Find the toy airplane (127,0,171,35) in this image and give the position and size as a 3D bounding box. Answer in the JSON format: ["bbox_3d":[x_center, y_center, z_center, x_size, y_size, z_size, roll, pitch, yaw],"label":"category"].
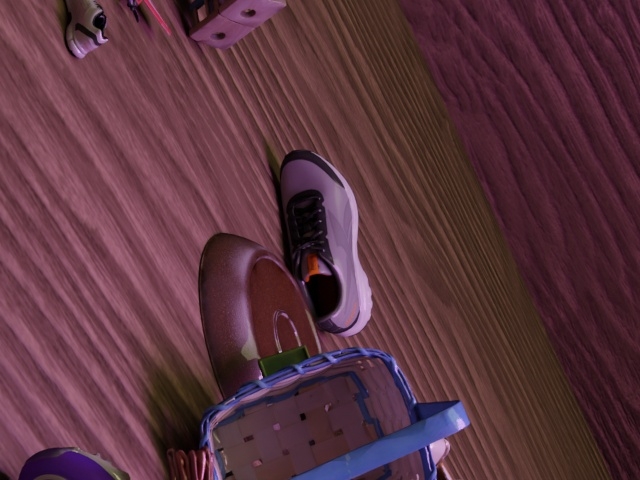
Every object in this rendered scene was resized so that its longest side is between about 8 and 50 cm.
[{"bbox_3d":[-0.224,-0.322,1.789,0.151,0.028,0.151,-17,90,-75],"label":"toy airplane"}]

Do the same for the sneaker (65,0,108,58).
[{"bbox_3d":[-0.251,-0.246,1.600,0.040,0.044,0.109,44,30,-54],"label":"sneaker"}]

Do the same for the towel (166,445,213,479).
[{"bbox_3d":[-0.095,0.327,1.272,0.329,0.037,0.237,102,-21,-68],"label":"towel"}]

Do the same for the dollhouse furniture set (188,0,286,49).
[{"bbox_3d":[-0.162,-0.352,1.905,0.184,0.129,0.129,14,56,-42],"label":"dollhouse furniture set"}]

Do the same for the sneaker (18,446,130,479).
[{"bbox_3d":[-0.176,0.309,1.153,0.146,0.102,0.293,-29,100,-72],"label":"sneaker"}]

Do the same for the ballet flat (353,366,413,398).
[{"bbox_3d":[0.095,0.317,2.046,0.106,0.107,0.316,26,40,-48],"label":"ballet flat"}]

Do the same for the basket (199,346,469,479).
[{"bbox_3d":[0.006,0.219,1.489,0.289,0.255,0.201,130,-61,-80],"label":"basket"}]

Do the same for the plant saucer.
[{"bbox_3d":[-0.057,0.132,1.815,0.310,0.050,0.310,-18,90,-74],"label":"plant saucer"}]

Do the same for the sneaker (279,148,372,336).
[{"bbox_3d":[0.000,0.000,2.052,0.108,0.100,0.271,7,66,-66],"label":"sneaker"}]

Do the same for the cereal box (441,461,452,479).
[{"bbox_3d":[0.153,0.414,1.915,0.047,0.173,0.240,-32,93,-40],"label":"cereal box"}]

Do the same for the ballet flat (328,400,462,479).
[{"bbox_3d":[0.118,0.289,1.685,0.123,0.123,0.348,51,8,-50],"label":"ballet flat"}]

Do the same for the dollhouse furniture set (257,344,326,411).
[{"bbox_3d":[-0.034,0.168,1.726,0.151,0.059,0.076,83,-13,-72],"label":"dollhouse furniture set"}]
